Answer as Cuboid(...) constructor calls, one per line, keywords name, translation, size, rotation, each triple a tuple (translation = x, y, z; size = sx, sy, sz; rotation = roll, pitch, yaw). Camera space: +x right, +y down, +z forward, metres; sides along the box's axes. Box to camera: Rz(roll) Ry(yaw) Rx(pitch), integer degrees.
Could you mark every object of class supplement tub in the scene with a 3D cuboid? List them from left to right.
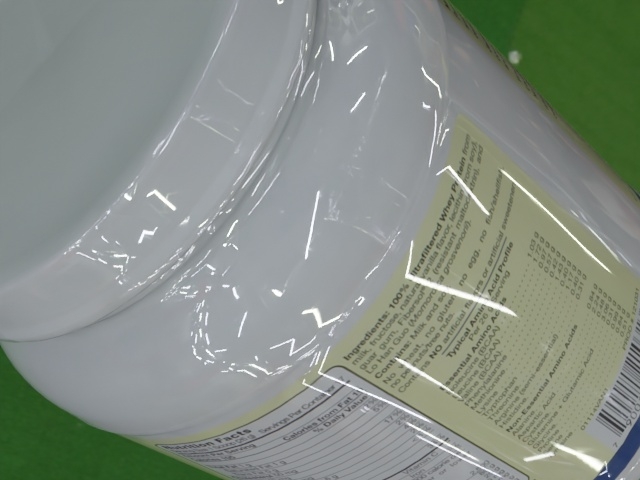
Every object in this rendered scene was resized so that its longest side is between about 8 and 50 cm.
Cuboid(name="supplement tub", translation=(0.000, 0.000, 0.536), size=(0.325, 0.235, 0.235), rotation=(35, 70, -41))
